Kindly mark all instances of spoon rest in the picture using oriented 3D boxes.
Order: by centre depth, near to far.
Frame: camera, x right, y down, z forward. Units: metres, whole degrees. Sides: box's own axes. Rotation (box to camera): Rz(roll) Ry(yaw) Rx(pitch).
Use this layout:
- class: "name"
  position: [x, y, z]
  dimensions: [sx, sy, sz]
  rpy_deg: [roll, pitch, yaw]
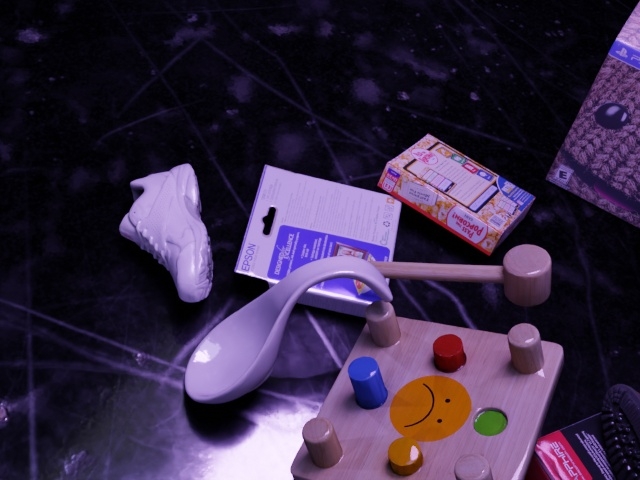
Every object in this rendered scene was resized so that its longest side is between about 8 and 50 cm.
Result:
- class: "spoon rest"
  position: [-0.053, 0.101, 1.116]
  dimensions: [0.276, 0.084, 0.137]
  rpy_deg: [-32, 30, 6]

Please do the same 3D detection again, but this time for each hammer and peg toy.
- class: "hammer and peg toy"
  position: [0.143, 0.163, 1.100]
  dimensions: [0.266, 0.127, 0.361]
  rpy_deg: [7, 46, 28]

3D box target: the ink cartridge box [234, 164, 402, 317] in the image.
- class: "ink cartridge box"
  position: [0.000, 0.000, 1.293]
  dimensions: [0.208, 0.045, 0.206]
  rpy_deg: [14, 51, -1]

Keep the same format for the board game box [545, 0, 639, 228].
- class: "board game box"
  position: [0.506, -0.172, 1.363]
  dimensions: [0.232, 0.291, 0.141]
  rpy_deg: [29, 53, 13]

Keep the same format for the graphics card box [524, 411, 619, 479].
- class: "graphics card box"
  position: [0.449, 0.293, 1.117]
  dimensions: [0.371, 0.094, 0.233]
  rpy_deg: [-18, 57, -21]

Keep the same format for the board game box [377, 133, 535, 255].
- class: "board game box"
  position: [0.202, -0.073, 1.362]
  dimensions: [0.193, 0.045, 0.147]
  rpy_deg: [34, 37, 16]

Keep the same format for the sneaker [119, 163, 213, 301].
- class: "sneaker"
  position: [-0.209, -0.002, 1.242]
  dimensions: [0.115, 0.090, 0.232]
  rpy_deg: [-10, 46, -9]

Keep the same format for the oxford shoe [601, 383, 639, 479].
- class: "oxford shoe"
  position: [0.395, 0.261, 1.035]
  dimensions: [0.096, 0.083, 0.227]
  rpy_deg: [-1, 51, -34]
